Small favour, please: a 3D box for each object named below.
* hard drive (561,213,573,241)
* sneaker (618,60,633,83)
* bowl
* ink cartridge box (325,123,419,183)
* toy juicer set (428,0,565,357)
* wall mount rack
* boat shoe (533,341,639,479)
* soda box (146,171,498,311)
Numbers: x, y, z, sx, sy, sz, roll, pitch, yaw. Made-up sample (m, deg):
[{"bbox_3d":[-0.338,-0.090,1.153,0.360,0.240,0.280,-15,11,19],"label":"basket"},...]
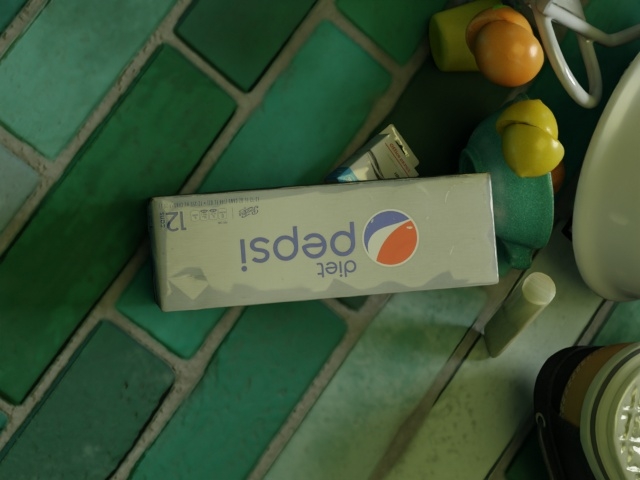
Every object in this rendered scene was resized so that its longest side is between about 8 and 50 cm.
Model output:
[{"bbox_3d":[0.301,-0.033,1.649,0.094,0.022,0.135,40,76,-18],"label":"hard drive"},{"bbox_3d":[0.325,-0.145,1.651,0.083,0.032,0.037,25,82,-21],"label":"sneaker"},{"bbox_3d":[0.365,-0.057,1.540,0.298,0.134,0.298,-29,132,-38],"label":"bowl"},{"bbox_3d":[0.052,-0.062,1.543,0.083,0.028,0.048,-41,106,-17],"label":"ink cartridge box"},{"bbox_3d":[0.181,-0.054,1.499,0.089,0.209,0.329,-10,94,-11],"label":"toy juicer set"},{"bbox_3d":[0.204,-0.299,1.449,0.304,0.130,0.350,11,59,-62],"label":"wall mount rack"},{"bbox_3d":[0.339,0.290,1.607,0.187,0.156,0.500,-39,116,-19],"label":"boat shoe"},{"bbox_3d":[0.000,0.000,1.456,0.286,0.091,0.098,-5,93,-8],"label":"soda box"}]
